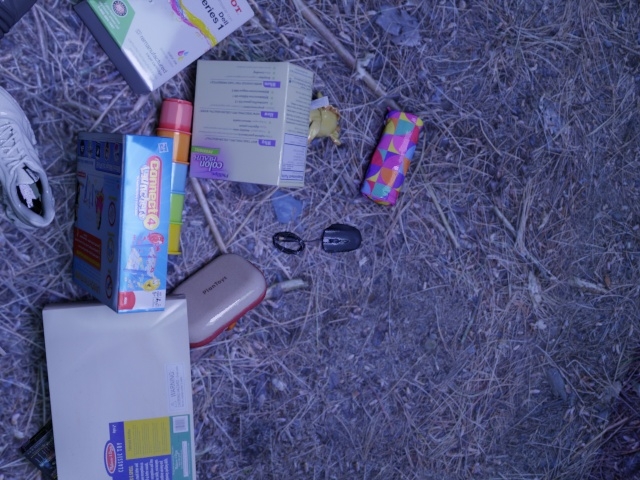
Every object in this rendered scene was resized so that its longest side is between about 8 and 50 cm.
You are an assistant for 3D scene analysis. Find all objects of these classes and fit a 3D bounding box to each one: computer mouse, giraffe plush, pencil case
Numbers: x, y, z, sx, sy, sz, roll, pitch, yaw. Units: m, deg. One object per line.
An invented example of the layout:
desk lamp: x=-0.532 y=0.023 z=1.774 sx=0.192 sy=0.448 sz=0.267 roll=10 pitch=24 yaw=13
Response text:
computer mouse: x=0.000 y=0.000 z=1.706 sx=0.242 sy=0.041 sz=0.071 roll=-5 pitch=101 yaw=-30
giraffe plush: x=-0.035 y=-0.279 z=1.581 sx=0.171 sy=0.210 sz=0.181 roll=4 pitch=93 yaw=-61
pencil case: x=0.173 y=-0.202 z=1.746 sx=0.105 sy=0.104 sz=0.236 roll=22 pitch=84 yaw=-32

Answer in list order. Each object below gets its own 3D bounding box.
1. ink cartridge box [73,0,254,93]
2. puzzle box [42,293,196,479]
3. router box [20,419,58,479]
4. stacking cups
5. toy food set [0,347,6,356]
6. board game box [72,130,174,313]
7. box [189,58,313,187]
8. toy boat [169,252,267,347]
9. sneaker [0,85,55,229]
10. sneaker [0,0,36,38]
ink cartridge box: x=-0.301 y=-0.451 z=1.402 sx=0.278 sy=0.117 sz=0.201 roll=-43 pitch=117 yaw=-19
puzzle box: x=-0.395 y=0.316 z=1.426 sx=0.272 sy=0.052 sz=0.408 roll=-3 pitch=101 yaw=-14
router box: x=-0.531 y=0.415 z=1.456 sx=0.122 sy=0.038 sz=0.092 roll=-42 pitch=116 yaw=-18
stacking cups: x=-0.321 y=-0.132 z=1.468 sx=0.096 sy=0.096 sz=0.315 roll=4 pitch=92 yaw=-32
toy food set: x=-0.736 y=0.229 z=1.231 sx=0.306 sy=0.092 sz=0.219 roll=-41 pitch=135 yaw=-20
board game box: x=-0.372 y=-0.046 z=1.317 sx=0.086 sy=0.308 sz=0.301 roll=0 pitch=99 yaw=-33
box: x=-0.141 y=-0.238 z=1.463 sx=0.117 sy=0.214 sz=0.242 roll=-6 pitch=102 yaw=-65
toy boat: x=-0.223 y=0.147 z=1.557 sx=0.231 sy=0.151 sz=0.151 roll=-37 pitch=144 yaw=-21
sneaker: x=-0.558 y=-0.154 z=1.300 sx=0.110 sy=0.118 sz=0.291 roll=-28 pitch=110 yaw=-23
sneaker: x=-0.634 y=-0.456 z=1.206 sx=0.296 sy=0.105 sz=0.146 roll=32 pitch=76 yaw=-35
